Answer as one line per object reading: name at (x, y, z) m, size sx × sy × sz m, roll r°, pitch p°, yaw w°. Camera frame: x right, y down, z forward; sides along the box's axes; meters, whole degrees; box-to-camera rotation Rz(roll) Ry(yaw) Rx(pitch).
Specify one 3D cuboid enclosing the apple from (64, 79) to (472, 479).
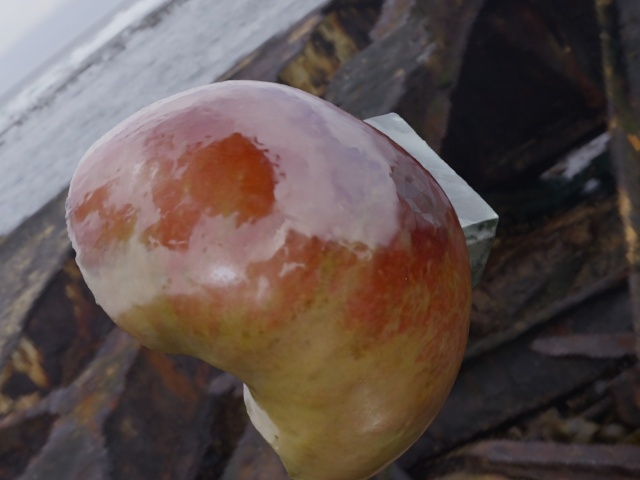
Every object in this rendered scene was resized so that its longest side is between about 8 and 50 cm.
apple at (0.000, 0.000, 0.738) m, size 0.163 × 0.293 × 0.251 m, roll -37°, pitch 19°, yaw 28°

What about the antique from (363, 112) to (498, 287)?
antique at (0.079, -0.027, 1.036) m, size 0.086 × 0.088 × 0.183 m, roll -17°, pitch 49°, yaw -28°
